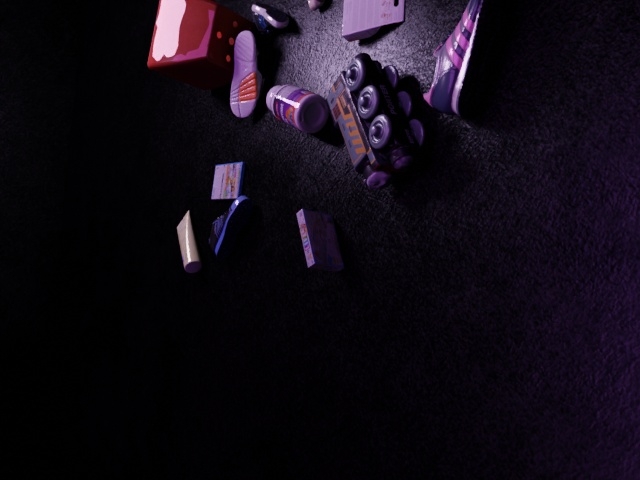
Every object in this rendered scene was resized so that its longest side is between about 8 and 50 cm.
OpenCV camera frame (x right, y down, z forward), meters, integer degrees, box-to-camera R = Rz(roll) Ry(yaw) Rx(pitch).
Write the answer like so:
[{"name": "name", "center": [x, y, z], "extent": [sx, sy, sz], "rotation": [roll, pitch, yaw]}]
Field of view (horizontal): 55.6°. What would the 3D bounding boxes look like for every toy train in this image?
[{"name": "toy train", "center": [0.123, -0.283, 1.445], "extent": [0.190, 0.142, 0.334], "rotation": [-51, 49, 47]}]

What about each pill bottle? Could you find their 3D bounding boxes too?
[{"name": "pill bottle", "center": [-0.071, -0.375, 1.699], "extent": [0.193, 0.108, 0.108], "rotation": [35, 109, 47]}]

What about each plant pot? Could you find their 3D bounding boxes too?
[{"name": "plant pot", "center": [-0.372, -0.659, 2.016], "extent": [0.235, 0.267, 0.268], "rotation": [13, 93, 36]}]

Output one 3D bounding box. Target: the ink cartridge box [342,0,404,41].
[{"name": "ink cartridge box", "center": [0.143, -0.604, 1.564], "extent": [0.179, 0.045, 0.146], "rotation": [-2, 80, 31]}]

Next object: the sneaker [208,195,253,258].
[{"name": "sneaker", "center": [-0.293, -0.057, 1.915], "extent": [0.090, 0.081, 0.232], "rotation": [49, 120, 35]}]

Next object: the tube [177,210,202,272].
[{"name": "tube", "center": [-0.462, 0.006, 2.125], "extent": [0.070, 0.062, 0.240], "rotation": [-21, 50, -3]}]

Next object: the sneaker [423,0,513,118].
[{"name": "sneaker", "center": [0.300, -0.425, 1.273], "extent": [0.131, 0.112, 0.319], "rotation": [26, 101, 46]}]

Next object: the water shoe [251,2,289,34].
[{"name": "water shoe", "center": [-0.156, -0.683, 1.908], "extent": [0.203, 0.072, 0.080], "rotation": [51, 142, 46]}]

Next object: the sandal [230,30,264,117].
[{"name": "sandal", "center": [-0.221, -0.523, 1.929], "extent": [0.101, 0.076, 0.266], "rotation": [12, 104, 27]}]

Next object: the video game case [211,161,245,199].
[{"name": "video game case", "center": [-0.306, -0.195, 2.010], "extent": [0.166, 0.015, 0.119], "rotation": [3, 84, 50]}]

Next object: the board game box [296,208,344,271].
[{"name": "board game box", "center": [0.000, 0.000, 1.543], "extent": [0.026, 0.103, 0.154], "rotation": [-36, 57, 40]}]

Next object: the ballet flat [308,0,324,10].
[{"name": "ballet flat", "center": [-0.029, -0.745, 1.769], "extent": [0.052, 0.057, 0.168], "rotation": [-37, 55, 51]}]
